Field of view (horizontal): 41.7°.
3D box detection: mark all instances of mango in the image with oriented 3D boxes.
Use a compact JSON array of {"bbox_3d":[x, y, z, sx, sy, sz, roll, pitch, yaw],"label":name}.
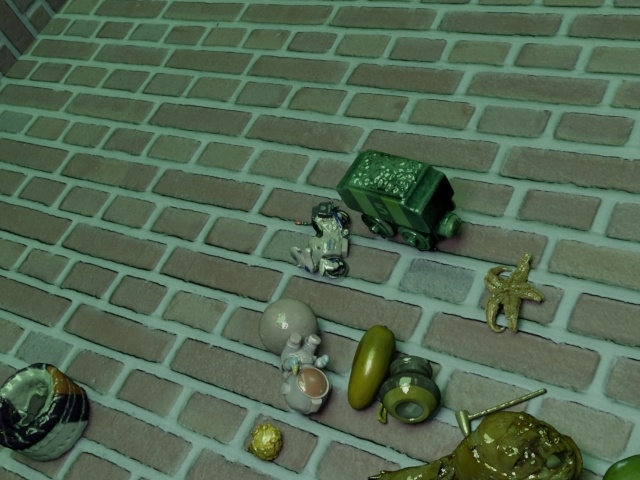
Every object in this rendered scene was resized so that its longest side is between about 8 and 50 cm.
[{"bbox_3d":[0.115,0.279,1.860,0.085,0.122,0.191,20,65,-8],"label":"mango"}]

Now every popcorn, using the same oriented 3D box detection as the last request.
[{"bbox_3d":[-0.124,0.452,1.881,0.083,0.057,0.082,-28,54,0],"label":"popcorn"}]

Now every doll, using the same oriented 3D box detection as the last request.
[{"bbox_3d":[-0.055,0.272,1.942,0.151,0.151,0.287,-23,54,8],"label":"doll"}]

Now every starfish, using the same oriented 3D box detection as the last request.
[{"bbox_3d":[0.428,0.108,1.883,0.150,0.053,0.209,18,62,30],"label":"starfish"}]

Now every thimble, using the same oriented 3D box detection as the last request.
[{"bbox_3d":[-0.715,0.433,2.124,0.237,0.150,0.237,-14,51,18],"label":"thimble"}]

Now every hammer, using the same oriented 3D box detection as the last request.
[{"bbox_3d":[0.378,0.352,1.735,0.195,0.028,0.060,-22,53,7],"label":"hammer"}]

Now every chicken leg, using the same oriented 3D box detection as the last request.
[{"bbox_3d":[0.287,0.451,1.626,0.429,0.201,0.152,-21,22,18],"label":"chicken leg"}]

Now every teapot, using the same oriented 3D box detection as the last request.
[{"bbox_3d":[0.181,0.327,1.798,0.166,0.130,0.119,-43,22,33],"label":"teapot"}]

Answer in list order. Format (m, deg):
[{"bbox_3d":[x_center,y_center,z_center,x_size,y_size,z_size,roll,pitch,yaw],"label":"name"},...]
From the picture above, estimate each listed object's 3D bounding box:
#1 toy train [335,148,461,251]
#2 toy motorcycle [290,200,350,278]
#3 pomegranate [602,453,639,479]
[{"bbox_3d":[0.194,-0.103,2.039,0.299,0.238,0.167,19,68,37],"label":"toy train"},{"bbox_3d":[0.000,0.000,2.154,0.150,0.102,0.221,3,56,3],"label":"toy motorcycle"},{"bbox_3d":[0.541,0.468,1.463,0.225,0.187,0.187,-14,50,20],"label":"pomegranate"}]
